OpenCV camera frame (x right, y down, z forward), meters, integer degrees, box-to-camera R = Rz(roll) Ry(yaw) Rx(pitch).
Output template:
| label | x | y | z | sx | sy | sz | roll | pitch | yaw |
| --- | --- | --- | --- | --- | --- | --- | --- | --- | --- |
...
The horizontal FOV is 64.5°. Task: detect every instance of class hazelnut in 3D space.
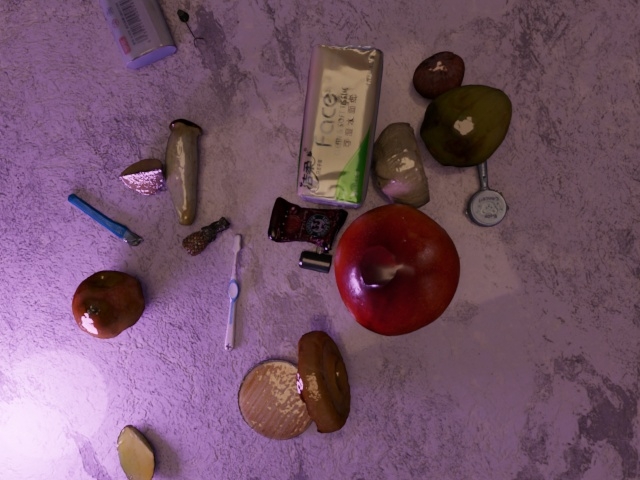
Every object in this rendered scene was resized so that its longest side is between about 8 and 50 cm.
| label | x | y | z | sx | sy | sz | roll | pitch | yaw |
| --- | --- | --- | --- | --- | --- | --- | --- | --- | --- |
| hazelnut | 0.353 | -0.491 | 1.511 | 0.154 | 0.143 | 0.143 | -11 | 91 | 6 |

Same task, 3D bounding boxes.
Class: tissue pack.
| label | x | y | z | sx | sy | sz | roll | pitch | yaw |
| --- | --- | --- | --- | --- | --- | --- | --- | --- | --- |
| tissue pack | 0.050 | -0.302 | 1.441 | 0.205 | 0.332 | 0.405 | 8 | 92 | 2 |

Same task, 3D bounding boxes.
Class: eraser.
| label | x | y | z | sx | sy | sz | roll | pitch | yaw |
| --- | --- | --- | --- | --- | --- | --- | --- | --- | --- |
| eraser | -0.575 | -0.681 | 1.602 | 0.174 | 0.081 | 0.227 | -22 | 89 | 1 |

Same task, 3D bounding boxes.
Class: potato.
| label | x | y | z | sx | sy | sz | roll | pitch | yaw |
| --- | --- | --- | --- | --- | --- | --- | --- | --- | --- |
| potato | -0.537 | -0.212 | 1.613 | 0.172 | 0.089 | 0.100 | -9 | 136 | 25 |
| potato | -0.602 | 0.701 | 1.669 | 0.119 | 0.054 | 0.198 | -32 | 85 | 5 |

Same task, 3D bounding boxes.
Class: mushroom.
| label | x | y | z | sx | sy | sz | roll | pitch | yaw |
| --- | --- | --- | --- | --- | --- | --- | --- | --- | --- |
| mushroom | -0.440 | -0.216 | 1.608 | 0.107 | 0.087 | 0.333 | 6 | 95 | 3 |

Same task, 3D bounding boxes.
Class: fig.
| label | x | y | z | sx | sy | sz | roll | pitch | yaw |
| --- | --- | --- | --- | --- | --- | --- | --- | --- | --- |
| fig | 0.429 | -0.338 | 1.465 | 0.271 | 0.239 | 0.239 | -35 | 89 | -8 |

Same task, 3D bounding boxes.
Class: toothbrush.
| label | x | y | z | sx | sy | sz | roll | pitch | yaw |
| --- | --- | --- | --- | --- | --- | --- | --- | --- | --- |
| toothbrush | -0.280 | 0.170 | 1.630 | 0.040 | 0.040 | 0.386 | 5 | 93 | 4 |

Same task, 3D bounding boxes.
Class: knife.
| label | x | y | z | sx | sy | sz | roll | pitch | yaw |
| --- | --- | --- | --- | --- | --- | --- | --- | --- | --- |
| knife | -0.706 | -0.068 | 1.663 | 0.296 | 0.026 | 0.044 | 34 | 91 | 5 |

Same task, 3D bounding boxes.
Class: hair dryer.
| label | x | y | z | sx | sy | sz | roll | pitch | yaw |
| --- | --- | --- | --- | --- | --- | --- | --- | --- | --- |
| hair dryer | 0.000 | 0.000 | 1.603 | 0.100 | 0.057 | 0.198 | 13 | 84 | 4 |

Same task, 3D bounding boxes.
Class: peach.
| label | x | y | z | sx | sy | sz | roll | pitch | yaw |
| --- | --- | --- | --- | --- | --- | --- | --- | --- | --- |
| peach | 0.214 | 0.080 | 1.427 | 0.388 | 0.388 | 0.388 | 0 | 92 | 4 |
| peach | -0.654 | 0.199 | 1.566 | 0.214 | 0.235 | 0.214 | 0 | 99 | -3 |

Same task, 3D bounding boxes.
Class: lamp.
| label | x | y | z | sx | sy | sz | roll | pitch | yaw |
| --- | --- | --- | --- | --- | --- | --- | --- | --- | --- |
| lamp | -0.416 | -0.678 | 1.602 | 0.041 | 0.054 | 0.121 | -31 | 89 | 5 |

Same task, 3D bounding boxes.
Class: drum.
| label | x | y | z | sx | sy | sz | roll | pitch | yaw |
| --- | --- | --- | --- | --- | --- | --- | --- | --- | --- |
| drum | 0.521 | -0.166 | 1.552 | 0.130 | 0.049 | 0.253 | 9 | 90 | 5 |

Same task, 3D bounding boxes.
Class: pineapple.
| label | x | y | z | sx | sy | sz | roll | pitch | yaw |
| --- | --- | --- | --- | --- | --- | --- | --- | --- | --- |
| pineapple | -0.360 | -0.017 | 1.617 | 0.159 | 0.074 | 0.074 | -36 | 89 | 0 |

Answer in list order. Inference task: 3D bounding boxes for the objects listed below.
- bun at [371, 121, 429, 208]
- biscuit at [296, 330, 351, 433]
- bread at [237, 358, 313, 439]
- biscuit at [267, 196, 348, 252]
| label | x | y | z | sx | sy | sz | roll | pitch | yaw |
| --- | --- | --- | --- | --- | --- | --- | --- | --- | --- |
| bun | 0.224 | -0.214 | 1.476 | 0.152 | 0.259 | 0.259 | -15 | 91 | 17 |
| biscuit | 0.017 | 0.406 | 1.488 | 0.102 | 0.296 | 0.296 | -17 | 91 | 12 |
| bread | -0.137 | 0.507 | 1.630 | 0.267 | 0.040 | 0.267 | 0 | 91 | 4 |
| biscuit | -0.044 | -0.047 | 1.573 | 0.235 | 0.063 | 0.151 | 10 | 73 | 18 |
